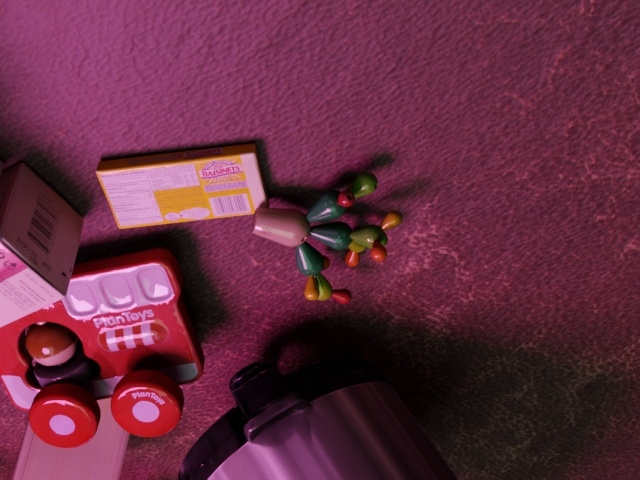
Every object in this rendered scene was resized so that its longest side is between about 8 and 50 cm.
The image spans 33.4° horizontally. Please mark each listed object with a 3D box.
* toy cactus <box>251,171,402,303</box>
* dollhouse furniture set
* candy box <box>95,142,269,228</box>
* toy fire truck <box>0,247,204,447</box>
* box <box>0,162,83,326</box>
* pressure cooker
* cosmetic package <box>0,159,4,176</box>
[{"bbox_3d":[0.000,0.000,1.391,0.180,0.112,0.219,10,139,-13],"label":"toy cactus"},{"bbox_3d":[-0.450,0.403,1.775,0.362,0.257,0.394,18,154,-16],"label":"dollhouse furniture set"},{"bbox_3d":[-0.176,-0.069,1.377,0.205,0.027,0.105,-6,133,6],"label":"candy box"},{"bbox_3d":[-0.318,0.139,1.505,0.302,0.169,0.254,-10,120,9],"label":"toy fire truck"},{"bbox_3d":[-0.445,0.026,1.389,0.232,0.149,0.127,-23,130,22],"label":"box"},{"bbox_3d":[0.000,0.375,1.569,0.375,0.420,0.370,-5,141,-46],"label":"pressure cooker"},{"bbox_3d":[-0.505,-0.075,1.233,0.138,0.225,0.224,-13,134,16],"label":"cosmetic package"}]
